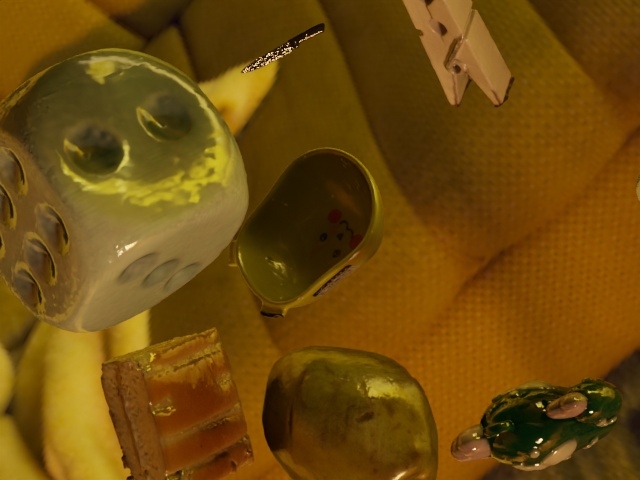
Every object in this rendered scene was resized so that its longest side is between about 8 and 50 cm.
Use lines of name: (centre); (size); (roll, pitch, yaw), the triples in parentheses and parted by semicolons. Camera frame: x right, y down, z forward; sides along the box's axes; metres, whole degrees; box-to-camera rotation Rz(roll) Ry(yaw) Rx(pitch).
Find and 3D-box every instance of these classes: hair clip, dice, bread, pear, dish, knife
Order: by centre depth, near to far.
dice: (-0.272, -0.061, 1.604); (0.263, 0.264, 0.268); (-28, -15, -38)
dish: (0.000, 0.000, 1.934); (0.262, 0.108, 0.221); (-46, 48, 9)
pear: (0.044, 0.287, 1.960); (0.269, 0.269, 0.321); (-56, 42, 3)
bread: (-0.222, 0.274, 1.977); (0.111, 0.246, 0.239); (-18, 87, 28)
hair clip: (0.225, -0.335, 2.110); (0.101, 0.331, 0.085); (14, 68, 31)
knife: (-0.065, -0.335, 2.230); (0.170, 0.023, 0.010); (-28, 31, 1)

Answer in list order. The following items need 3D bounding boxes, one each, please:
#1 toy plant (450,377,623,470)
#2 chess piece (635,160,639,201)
toy plant: (0.290, 0.244, 1.681); (0.233, 0.243, 0.112); (-23, 72, 15)
chess piece: (0.486, -0.163, 1.641); (0.144, 0.144, 0.251); (-21, 46, 43)
